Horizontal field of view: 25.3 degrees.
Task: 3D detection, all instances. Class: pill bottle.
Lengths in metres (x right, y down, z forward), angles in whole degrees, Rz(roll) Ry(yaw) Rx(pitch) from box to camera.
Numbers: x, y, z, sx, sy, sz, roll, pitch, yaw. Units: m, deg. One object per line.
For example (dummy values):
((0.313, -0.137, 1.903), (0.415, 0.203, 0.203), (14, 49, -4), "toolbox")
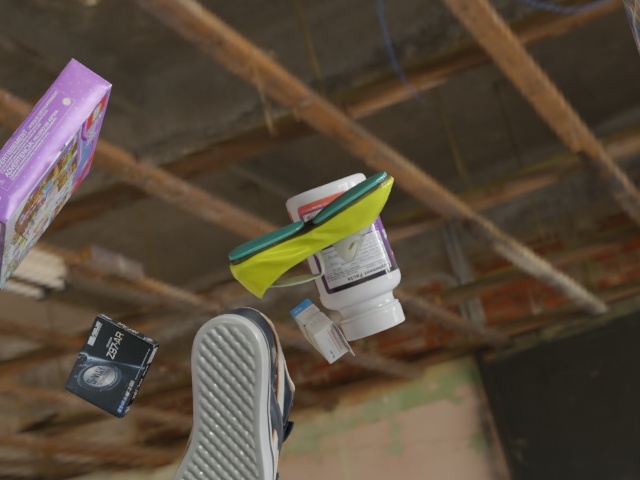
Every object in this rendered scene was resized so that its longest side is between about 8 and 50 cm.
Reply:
((0.037, 0.022, 1.785), (0.108, 0.194, 0.108), (-20, 1, 0), "pill bottle")

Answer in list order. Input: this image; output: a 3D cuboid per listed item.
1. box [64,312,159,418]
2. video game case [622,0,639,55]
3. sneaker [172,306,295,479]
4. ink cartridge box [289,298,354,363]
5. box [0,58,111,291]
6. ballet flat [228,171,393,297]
((-0.205, 0.123, 1.399), (0.083, 0.067, 0.018), (-64, -9, 9), "box")
((0.367, -0.108, 1.284), (0.036, 0.300, 0.329), (-19, 4, 0), "video game case")
((-0.097, 0.235, 1.670), (0.126, 0.321, 0.127), (12, 11, 13), "sneaker")
((0.002, 0.107, 1.626), (0.028, 0.083, 0.048), (-36, -56, -9), "ink cartridge box")
((-0.334, -0.067, 1.652), (0.057, 0.201, 0.293), (34, -22, -2), "box")
((0.000, 0.000, 1.679), (0.231, 0.077, 0.077), (-28, 11, 17), "ballet flat")
